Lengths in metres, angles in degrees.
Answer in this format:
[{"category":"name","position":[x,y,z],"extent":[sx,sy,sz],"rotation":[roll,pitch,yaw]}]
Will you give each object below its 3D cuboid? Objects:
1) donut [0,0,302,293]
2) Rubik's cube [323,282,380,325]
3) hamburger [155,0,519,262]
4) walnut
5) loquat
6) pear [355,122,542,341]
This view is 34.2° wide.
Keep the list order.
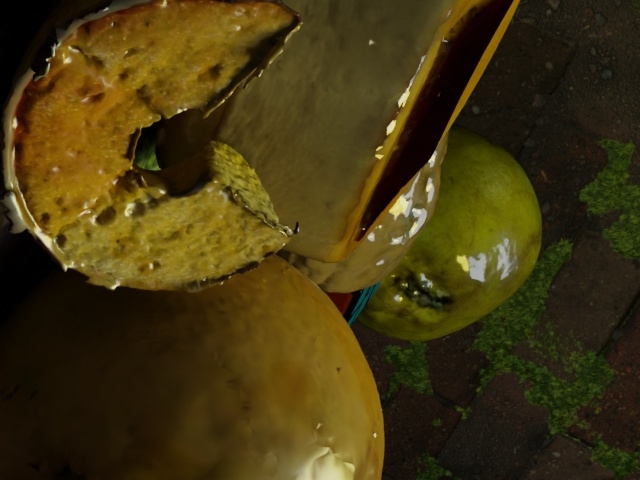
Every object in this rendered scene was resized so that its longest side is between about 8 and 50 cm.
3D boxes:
[{"category":"donut","position":[-0.086,-0.056,0.510],"extent":[0.078,0.146,0.181],"rotation":[-110,-164,-45]},{"category":"Rubik's cube","position":[0.000,0.000,1.207],"extent":[0.162,0.163,0.160],"rotation":[-46,164,-51]},{"category":"hamburger","position":[0.009,-0.128,0.683],"extent":[0.300,0.176,0.300],"rotation":[-56,173,-11]},{"category":"walnut","position":[0.022,-0.064,0.999],"extent":[0.245,0.198,0.198],"rotation":[-65,172,19]},{"category":"loquat","position":[-0.093,0.123,0.651],"extent":[0.263,0.263,0.263],"rotation":[-60,173,-12]},{"category":"pear","position":[0.158,-0.021,1.583],"extent":[0.352,0.352,0.413],"rotation":[-63,175,19]}]
